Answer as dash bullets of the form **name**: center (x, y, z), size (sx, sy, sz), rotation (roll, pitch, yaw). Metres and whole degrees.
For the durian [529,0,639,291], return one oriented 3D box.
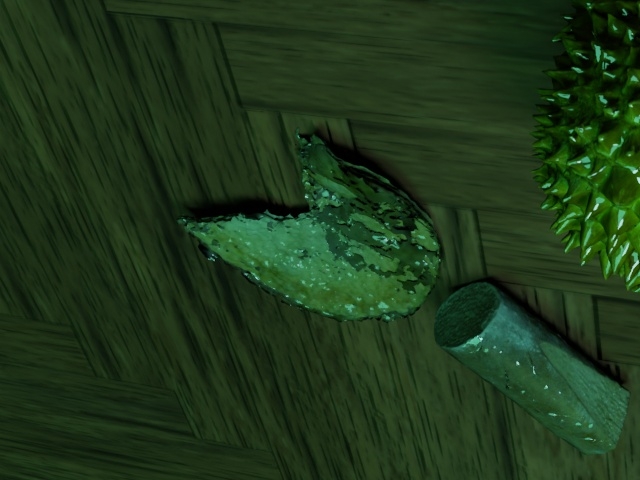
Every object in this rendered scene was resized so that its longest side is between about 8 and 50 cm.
- **durian**: center (0.226, -0.047, 0.928), size (0.237, 0.177, 0.200), rotation (35, 165, -37)

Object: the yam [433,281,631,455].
- **yam**: center (0.168, 0.101, 1.240), size (0.169, 0.068, 0.068), rotation (36, 143, -21)

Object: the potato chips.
- **potato chips**: center (0.001, -0.003, 1.232), size (0.202, 0.029, 0.220), rotation (28, 148, -10)
